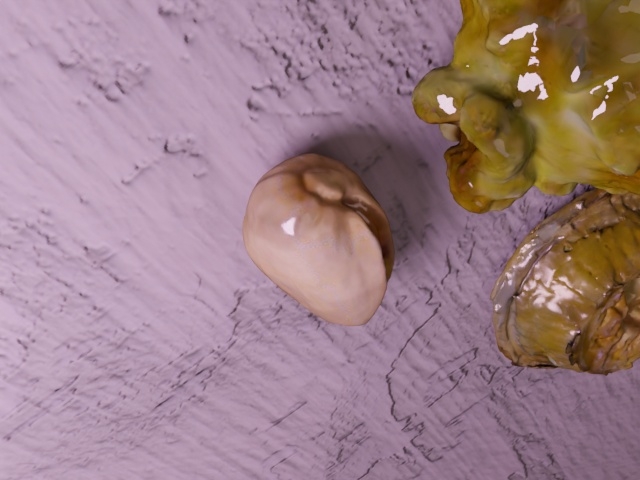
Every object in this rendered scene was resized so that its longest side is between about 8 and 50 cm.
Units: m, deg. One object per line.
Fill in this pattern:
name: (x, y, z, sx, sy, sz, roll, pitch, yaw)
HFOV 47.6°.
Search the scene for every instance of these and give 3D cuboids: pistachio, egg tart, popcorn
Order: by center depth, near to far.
popcorn: (0.213, -0.151, 0.648, 0.277, 0.276, 0.225, -60, 161, 21)
pistachio: (0.000, 0.000, 0.723, 0.145, 0.117, 0.201, -1, 143, 24)
egg tart: (0.367, 0.069, 0.928, 0.314, 0.120, 0.315, -12, 127, -17)
